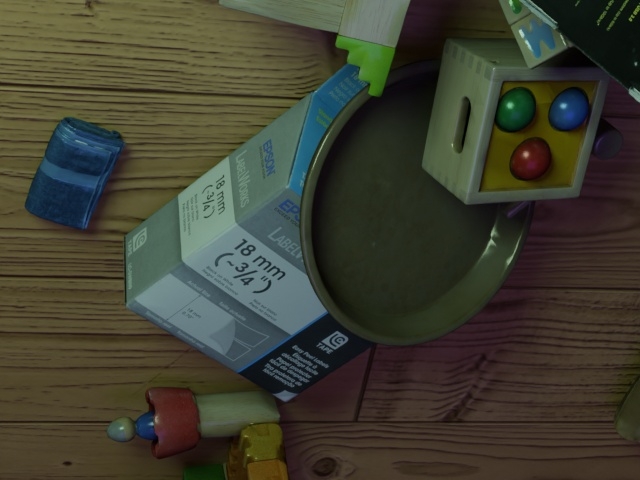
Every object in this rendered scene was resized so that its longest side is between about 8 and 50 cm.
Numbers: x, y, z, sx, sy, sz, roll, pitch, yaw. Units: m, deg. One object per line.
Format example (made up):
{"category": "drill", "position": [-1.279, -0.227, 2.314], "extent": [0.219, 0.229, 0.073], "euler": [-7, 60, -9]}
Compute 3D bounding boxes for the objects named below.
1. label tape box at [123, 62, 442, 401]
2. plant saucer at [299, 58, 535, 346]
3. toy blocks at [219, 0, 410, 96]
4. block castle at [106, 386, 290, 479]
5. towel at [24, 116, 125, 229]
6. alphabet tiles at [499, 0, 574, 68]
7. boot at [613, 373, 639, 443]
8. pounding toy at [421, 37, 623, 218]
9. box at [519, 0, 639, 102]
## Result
{"category": "label tape box", "position": [0.000, 0.000, 1.173], "extent": [0.333, 0.106, 0.240], "euler": [-36, 129, 24]}
{"category": "plant saucer", "position": [0.092, -0.036, 1.108], "extent": [0.278, 0.041, 0.278], "euler": [-11, 110, -32]}
{"category": "toy blocks", "position": [-0.033, -0.313, 0.843], "extent": [0.261, 0.191, 0.381], "euler": [12, 131, -4]}
{"category": "block castle", "position": [-0.153, 0.420, 1.421], "extent": [0.213, 0.303, 0.453], "euler": [-3, 135, -14]}
{"category": "towel", "position": [-0.240, -0.064, 1.128], "extent": [0.067, 0.029, 0.119], "euler": [17, 129, -22]}
{"category": "alphabet tiles", "position": [0.208, -0.267, 0.861], "extent": [0.009, 0.198, 0.237], "euler": [-14, 170, -46]}
{"category": "boot", "position": [0.503, 0.145, 1.407], "extent": [0.236, 0.089, 0.269], "euler": [6, 133, 0]}
{"category": "pounding toy", "position": [0.208, -0.085, 1.068], "extent": [0.206, 0.094, 0.181], "euler": [-4, 118, -25]}
{"category": "box", "position": [0.274, -0.245, 0.747], "extent": [0.079, 0.257, 0.322], "euler": [-19, 146, -48]}
